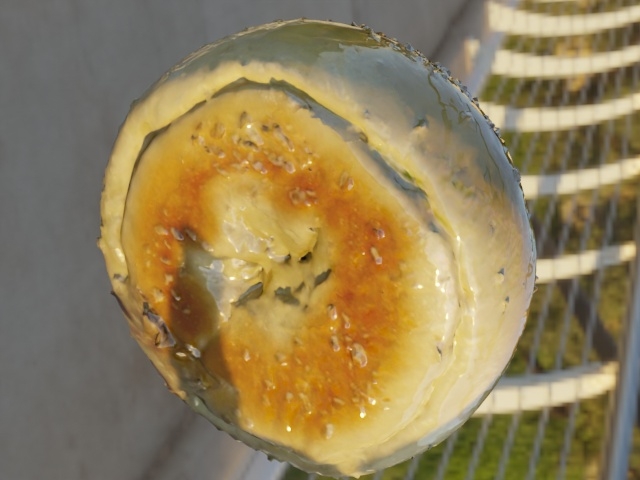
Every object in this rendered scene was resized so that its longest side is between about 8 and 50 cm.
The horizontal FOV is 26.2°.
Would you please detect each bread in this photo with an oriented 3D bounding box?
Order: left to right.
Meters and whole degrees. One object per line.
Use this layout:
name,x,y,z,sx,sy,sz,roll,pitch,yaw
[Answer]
bread,0.000,0.000,0.874,0.159,0.305,0.305,-44,130,-50
